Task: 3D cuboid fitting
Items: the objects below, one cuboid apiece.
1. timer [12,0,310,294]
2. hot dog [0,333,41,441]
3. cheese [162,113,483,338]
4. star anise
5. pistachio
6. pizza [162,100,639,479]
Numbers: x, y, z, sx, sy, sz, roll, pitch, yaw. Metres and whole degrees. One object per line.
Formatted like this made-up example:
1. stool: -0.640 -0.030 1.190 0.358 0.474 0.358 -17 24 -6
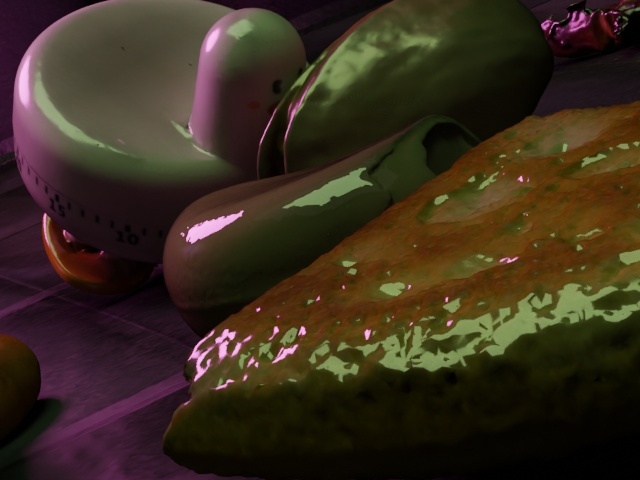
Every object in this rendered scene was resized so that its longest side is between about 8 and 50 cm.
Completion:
1. timer: -0.108 -0.100 1.307 0.233 0.240 0.233 6 42 -5
2. hot dog: -0.211 0.085 1.061 0.089 0.060 0.140 -17 10 13
3. cheese: 0.000 0.000 0.986 0.202 0.091 0.175 -16 10 27
4. star anise: 0.286 -0.205 1.554 0.157 0.053 0.212 -27 9 -21
5. pistachio: 0.059 -0.089 1.193 0.226 0.136 0.136 -32 13 -19
6. pizza: 0.110 0.023 0.663 0.268 0.087 0.257 -31 18 -38
